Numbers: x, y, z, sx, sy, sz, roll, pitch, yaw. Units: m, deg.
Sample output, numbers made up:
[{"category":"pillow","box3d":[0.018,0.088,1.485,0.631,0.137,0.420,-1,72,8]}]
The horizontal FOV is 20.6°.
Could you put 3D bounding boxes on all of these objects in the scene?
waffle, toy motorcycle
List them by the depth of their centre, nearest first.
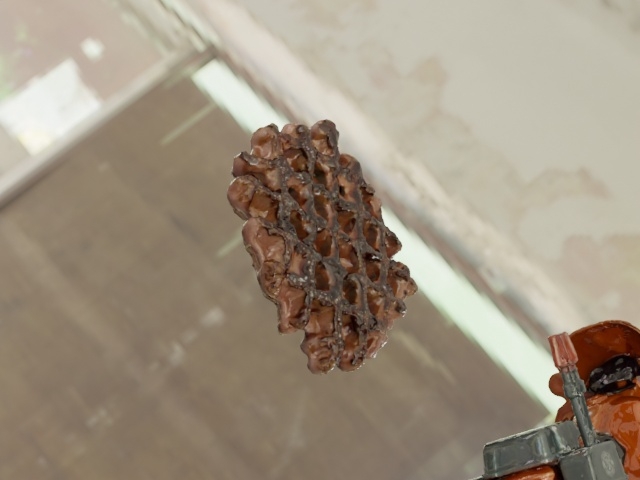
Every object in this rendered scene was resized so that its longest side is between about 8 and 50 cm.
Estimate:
[{"category":"toy motorcycle","box3d":[0.230,0.178,1.431,0.325,0.148,0.221,-3,73,-57]},{"category":"waffle","box3d":[0.000,0.000,1.592,0.055,0.221,0.234,-20,-77,34]}]
